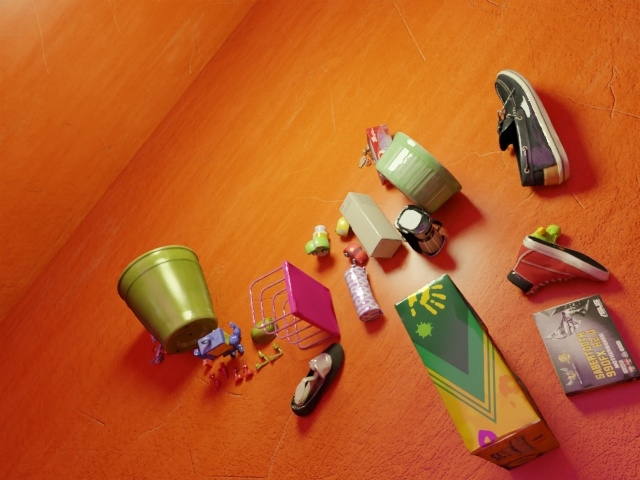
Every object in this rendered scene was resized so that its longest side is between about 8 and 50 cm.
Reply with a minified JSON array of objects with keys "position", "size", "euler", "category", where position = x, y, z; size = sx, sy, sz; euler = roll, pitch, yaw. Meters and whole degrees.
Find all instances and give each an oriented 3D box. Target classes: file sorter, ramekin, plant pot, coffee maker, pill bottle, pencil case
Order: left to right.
[{"position":[-0.614,0.273,1.954],"size":[0.366,0.366,0.353],"euler":[-43,61,5],"category":"plant pot"},{"position":[-0.095,0.246,1.640],"size":[0.182,0.290,0.202],"euler":[-28,52,20],"category":"file sorter"},{"position":[0.000,0.000,1.867],"size":[0.065,0.065,0.117],"euler":[-15,57,25],"category":"pill bottle"},{"position":[0.151,0.189,1.651],"size":[0.088,0.086,0.206],"euler":[-13,54,-6],"category":"pencil case"},{"position":[0.327,-0.034,1.599],"size":[0.171,0.178,0.120],"euler":[2,64,34],"category":"coffee maker"},{"position":[0.338,-0.229,1.636],"size":[0.148,0.303,0.303],"euler":[-48,48,10],"category":"ramekin"}]

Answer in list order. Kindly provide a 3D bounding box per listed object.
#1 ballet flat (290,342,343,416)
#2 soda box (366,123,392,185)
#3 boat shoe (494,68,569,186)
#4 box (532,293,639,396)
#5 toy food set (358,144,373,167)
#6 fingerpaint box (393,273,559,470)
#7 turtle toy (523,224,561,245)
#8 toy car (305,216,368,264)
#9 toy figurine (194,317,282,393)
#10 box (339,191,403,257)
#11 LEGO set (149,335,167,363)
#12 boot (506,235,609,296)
[{"position":[-0.013,0.472,1.578],"size":[0.095,0.096,0.281],"euler":[20,75,40],"category":"ballet flat"},{"position":[0.259,-0.352,1.878],"size":[0.092,0.084,0.264],"euler":[-13,54,2],"category":"soda box"},{"position":[0.680,-0.391,1.578],"size":[0.155,0.187,0.501],"euler":[-18,60,16],"category":"boat shoe"},{"position":[0.710,0.282,1.244],"size":[0.182,0.056,0.231],"euler":[-22,53,20],"category":"box"},{"position":[0.207,-0.369,1.978],"size":[0.077,0.019,0.122],"euler":[2,65,34],"category":"toy food set"},{"position":[0.401,0.343,1.153],"size":[0.163,0.445,0.371],"euler":[-33,50,12],"category":"fingerpaint box"},{"position":[0.684,0.003,1.413],"size":[0.130,0.066,0.095],"euler":[-39,91,7],"category":"turtle toy"},{"position":[0.049,0.004,1.785],"size":[0.224,0.053,0.239],"euler":[-13,52,-5],"category":"toy car"},{"position":[-0.353,0.412,1.757],"size":[0.362,0.217,0.191],"euler":[-31,51,15],"category":"toy figurine"},{"position":[0.186,-0.061,1.735],"size":[0.094,0.113,0.275],"euler":[-61,40,32],"category":"box"},{"position":[-0.704,0.437,2.079],"size":[0.182,0.060,0.244],"euler":[-43,49,10],"category":"LEGO set"},{"position":[0.690,0.108,1.353],"size":[0.244,0.088,0.176],"euler":[22,113,15],"category":"boot"}]
